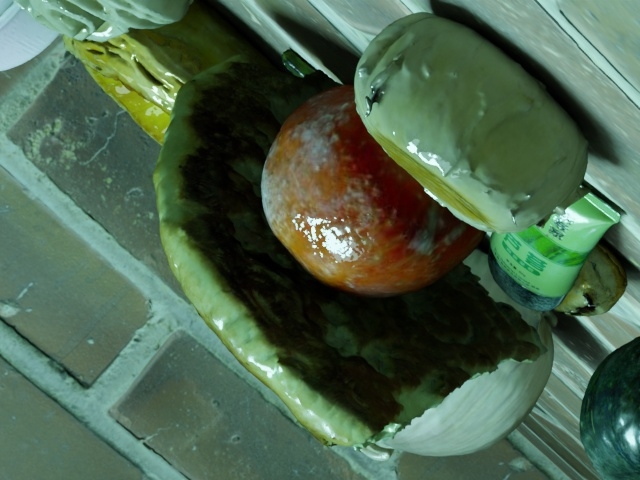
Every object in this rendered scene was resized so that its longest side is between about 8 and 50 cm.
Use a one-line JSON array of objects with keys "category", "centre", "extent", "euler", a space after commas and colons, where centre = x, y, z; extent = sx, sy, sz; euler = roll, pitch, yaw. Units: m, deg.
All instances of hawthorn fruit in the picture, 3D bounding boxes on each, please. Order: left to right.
[{"category": "hawthorn fruit", "centre": [0.047, -0.036, 1.476], "extent": [0.173, 0.173, 0.173], "euler": [40, 176, 3]}]

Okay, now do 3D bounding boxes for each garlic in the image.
[{"category": "garlic", "centre": [0.102, 0.088, 2.047], "extent": [0.322, 0.241, 0.322], "euler": [55, 166, 21]}]

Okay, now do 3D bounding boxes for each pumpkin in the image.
[{"category": "pumpkin", "centre": [0.286, 0.159, 1.439], "extent": [0.211, 0.152, 0.211], "euler": [36, 172, 6]}]

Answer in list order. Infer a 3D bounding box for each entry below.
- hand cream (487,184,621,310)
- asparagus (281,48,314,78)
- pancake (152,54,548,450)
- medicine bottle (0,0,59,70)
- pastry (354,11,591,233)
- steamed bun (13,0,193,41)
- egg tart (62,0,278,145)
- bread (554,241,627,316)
[{"category": "hand cream", "centre": [0.160, -0.006, 1.424], "extent": [0.095, 0.046, 0.175], "euler": [42, 158, 15]}, {"category": "asparagus", "centre": [0.051, -0.098, 1.797], "extent": [0.233, 0.023, 0.022], "euler": [40, -140, 11]}, {"category": "pancake", "centre": [-0.004, 0.001, 1.608], "extent": [0.305, 0.067, 0.427], "euler": [-2, -134, -41]}, {"category": "medicine bottle", "centre": [-0.408, -0.318, 1.994], "extent": [0.256, 0.256, 0.325], "euler": [38, -178, 30]}, {"category": "pastry", "centre": [0.093, -0.070, 1.233], "extent": [0.166, 0.088, 0.166], "euler": [42, 176, 3]}, {"category": "steamed bun", "centre": [-0.171, -0.217, 1.421], "extent": [0.218, 0.144, 0.211], "euler": [13, 173, 9]}, {"category": "egg tart", "centre": [-0.119, -0.156, 1.998], "extent": [0.319, 0.128, 0.319], "euler": [38, 175, 4]}, {"category": "bread", "centre": [0.200, 0.024, 1.526], "extent": [0.072, 0.053, 0.106], "euler": [64, 172, -3]}]
